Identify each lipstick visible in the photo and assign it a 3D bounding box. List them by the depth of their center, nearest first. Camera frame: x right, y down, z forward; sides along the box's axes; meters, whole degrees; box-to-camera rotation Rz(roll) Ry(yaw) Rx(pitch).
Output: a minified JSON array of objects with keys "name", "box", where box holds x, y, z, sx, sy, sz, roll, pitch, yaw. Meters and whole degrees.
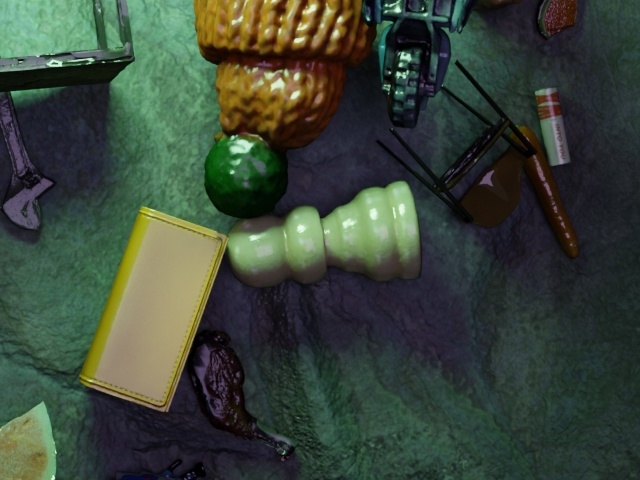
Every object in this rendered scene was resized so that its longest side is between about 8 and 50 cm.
[{"name":"lipstick","box":[0.390,-0.191,2.014,0.038,0.038,0.131,-12,92,-10]}]

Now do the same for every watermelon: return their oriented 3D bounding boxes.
[{"name":"watermelon","box":[-0.499,0.366,1.757,0.260,0.256,0.176,-18,128,-44]}]

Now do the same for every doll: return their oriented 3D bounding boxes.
[{"name":"doll","box":[-0.270,0.399,1.878,0.195,0.070,0.096,-11,62,-13]}]

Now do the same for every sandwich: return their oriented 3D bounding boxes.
[{"name":"sandwich","box":[0.398,-0.386,2.025,0.069,0.026,0.101,10,91,-14]}]

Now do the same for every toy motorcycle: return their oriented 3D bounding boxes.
[{"name":"toy motorcycle","box":[0.157,-0.377,1.751,0.172,0.232,0.416,6,105,7]}]

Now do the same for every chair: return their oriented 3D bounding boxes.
[{"name":"chair","box":[0.236,-0.135,1.932,0.247,0.172,0.159,44,81,0]}]

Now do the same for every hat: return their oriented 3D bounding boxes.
[{"name":"hat","box":[-0.065,-0.237,1.800,0.285,0.285,0.400,7,81,-10]}]

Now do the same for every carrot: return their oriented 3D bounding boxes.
[{"name":"carrot","box":[0.379,-0.082,2.013,0.043,0.043,0.248,-26,97,-9]}]

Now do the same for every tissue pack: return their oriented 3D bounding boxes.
[{"name":"tissue pack","box":[-0.252,0.101,1.821,0.145,0.194,0.275,20,85,-5]}]

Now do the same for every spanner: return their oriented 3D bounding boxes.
[{"name":"spanner","box":[-0.483,-0.171,1.863,0.093,0.026,0.326,-16,91,-9]}]

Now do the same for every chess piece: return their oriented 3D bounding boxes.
[{"name":"chess piece","box":[0.000,0.000,1.891,0.299,0.167,0.167,-7,91,-4]}]

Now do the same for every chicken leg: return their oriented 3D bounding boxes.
[{"name":"chicken leg","box":[-0.135,0.258,1.912,0.106,0.051,0.253,-36,99,-14]}]

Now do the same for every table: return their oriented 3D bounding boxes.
[{"name":"table","box":[-0.471,-0.364,1.744,0.335,0.222,0.272,-8,91,-19]}]

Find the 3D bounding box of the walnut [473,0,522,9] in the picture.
[{"name":"walnut","box":[0.232,-0.483,1.915,0.141,0.204,0.238,-14,86,12]}]
